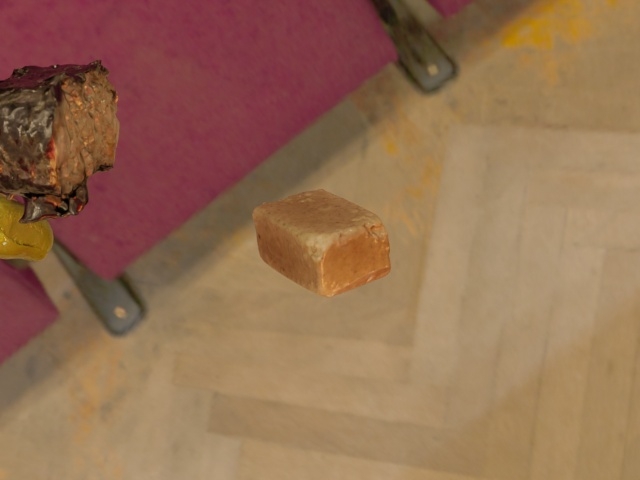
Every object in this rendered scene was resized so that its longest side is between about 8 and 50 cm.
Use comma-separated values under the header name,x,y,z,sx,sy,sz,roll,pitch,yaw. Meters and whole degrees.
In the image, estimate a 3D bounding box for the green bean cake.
name,x,y,z,sx,sy,sz,roll,pitch,yaw
green bean cake,0.000,0.000,1.631,0.109,0.085,0.179,-17,23,-25

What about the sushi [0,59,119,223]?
name,x,y,z,sx,sy,sz,roll,pitch,yaw
sushi,-0.278,-0.103,1.295,0.115,0.212,0.147,-5,110,8

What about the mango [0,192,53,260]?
name,x,y,z,sx,sy,sz,roll,pitch,yaw
mango,-0.445,-0.015,1.833,0.074,0.165,0.091,4,70,27
